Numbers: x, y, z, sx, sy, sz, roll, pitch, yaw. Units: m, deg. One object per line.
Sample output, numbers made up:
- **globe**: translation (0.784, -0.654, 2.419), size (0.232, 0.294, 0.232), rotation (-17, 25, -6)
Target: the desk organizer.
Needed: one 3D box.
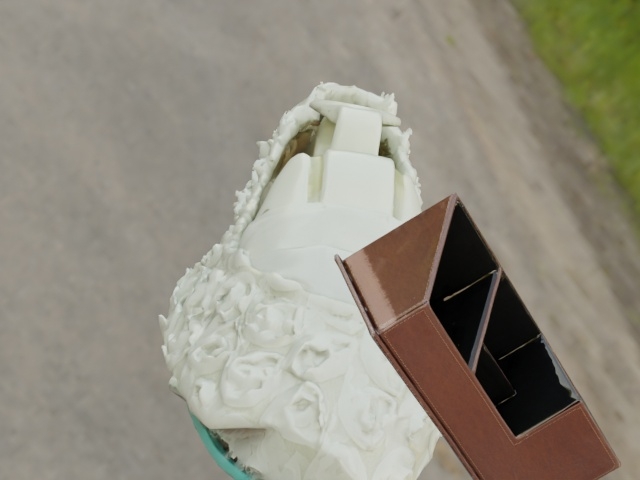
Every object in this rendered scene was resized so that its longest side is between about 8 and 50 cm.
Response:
- **desk organizer**: translation (0.060, 0.047, 0.706), size (0.130, 0.050, 0.047), rotation (55, 6, -40)

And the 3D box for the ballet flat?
- **ballet flat**: translation (0.000, 0.000, 0.998), size (0.147, 0.147, 0.409), rotation (46, 11, -13)
